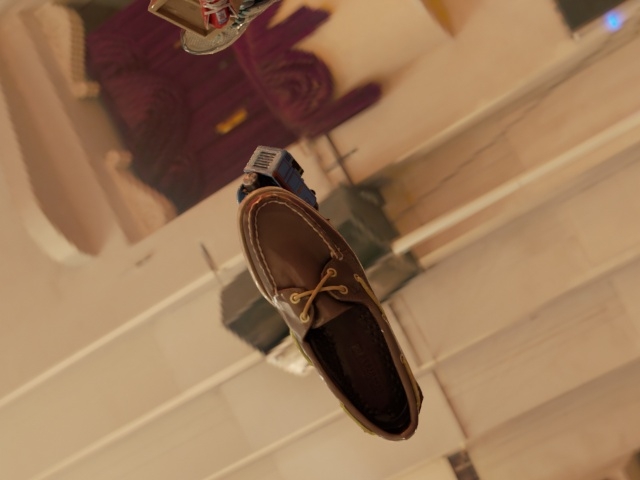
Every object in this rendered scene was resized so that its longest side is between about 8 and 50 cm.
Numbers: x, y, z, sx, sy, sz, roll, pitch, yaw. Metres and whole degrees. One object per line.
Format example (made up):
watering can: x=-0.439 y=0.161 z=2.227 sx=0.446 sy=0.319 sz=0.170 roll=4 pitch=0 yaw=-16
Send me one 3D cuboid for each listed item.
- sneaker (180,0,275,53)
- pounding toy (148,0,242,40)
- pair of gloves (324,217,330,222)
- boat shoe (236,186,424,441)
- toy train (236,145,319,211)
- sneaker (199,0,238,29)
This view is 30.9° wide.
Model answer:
sneaker: x=-0.156 y=-0.442 z=2.123 sx=0.110 sy=0.283 sz=0.122 roll=52 pitch=-162 yaw=-5
pounding toy: x=-0.200 y=-0.390 z=1.795 sx=0.130 sy=0.141 sz=0.100 roll=24 pitch=-106 yaw=-22
pair of gloves: x=0.000 y=0.000 z=1.784 sx=0.010 sy=0.083 sz=0.074 roll=-21 pitch=-77 yaw=-34
boat shoe: x=0.014 y=0.082 z=1.303 sx=0.324 sy=0.116 sz=0.097 roll=60 pitch=176 yaw=-6
toy train: x=-0.060 y=-0.068 z=1.877 sx=0.105 sy=0.080 sz=0.184 roll=-59 pitch=-42 yaw=-18
sneaker: x=-0.121 y=-0.276 z=1.302 sx=0.118 sy=0.042 sz=0.067 roll=-104 pitch=-5 yaw=-88
